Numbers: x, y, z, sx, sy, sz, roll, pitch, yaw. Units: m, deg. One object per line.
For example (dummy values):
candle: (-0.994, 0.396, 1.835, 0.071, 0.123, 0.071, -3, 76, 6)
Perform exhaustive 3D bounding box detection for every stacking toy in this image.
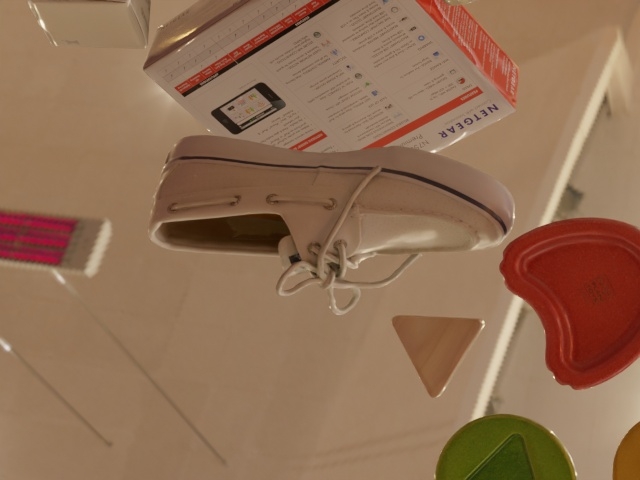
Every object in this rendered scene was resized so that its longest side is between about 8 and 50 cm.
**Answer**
stacking toy: (0.236, 0.144, 1.243, 0.279, 0.130, 0.309, -19, -97, 16)

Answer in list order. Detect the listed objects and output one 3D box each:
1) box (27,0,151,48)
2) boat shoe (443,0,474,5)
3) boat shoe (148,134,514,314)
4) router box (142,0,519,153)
box: (-0.198, -0.320, 1.193, 0.094, 0.113, 0.275, 2, -103, 2)
boat shoe: (0.106, -0.309, 1.187, 0.109, 0.091, 0.305, -29, -150, 8)
boat shoe: (-0.003, -0.005, 1.276, 0.367, 0.136, 0.157, 9, -122, 16)
router box: (0.012, -0.202, 1.560, 0.335, 0.301, 0.082, -26, -144, 33)
